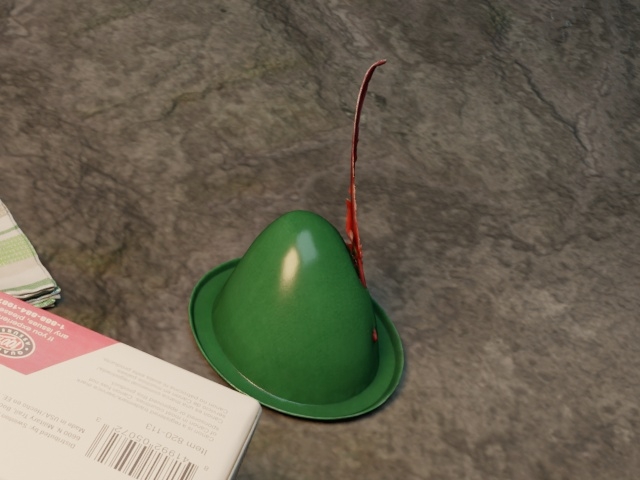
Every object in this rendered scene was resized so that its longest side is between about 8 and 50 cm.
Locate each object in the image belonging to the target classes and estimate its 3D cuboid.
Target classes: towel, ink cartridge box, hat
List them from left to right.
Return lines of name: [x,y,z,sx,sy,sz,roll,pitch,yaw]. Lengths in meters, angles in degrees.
towel: [-0.277,0.002,0.982,0.113,0.023,0.152,-10,47,-36]
ink cartridge box: [-0.181,0.176,0.732,0.207,0.117,0.283,23,36,3]
hat: [0.000,0.000,0.982,0.173,0.183,0.208,-7,45,-31]
